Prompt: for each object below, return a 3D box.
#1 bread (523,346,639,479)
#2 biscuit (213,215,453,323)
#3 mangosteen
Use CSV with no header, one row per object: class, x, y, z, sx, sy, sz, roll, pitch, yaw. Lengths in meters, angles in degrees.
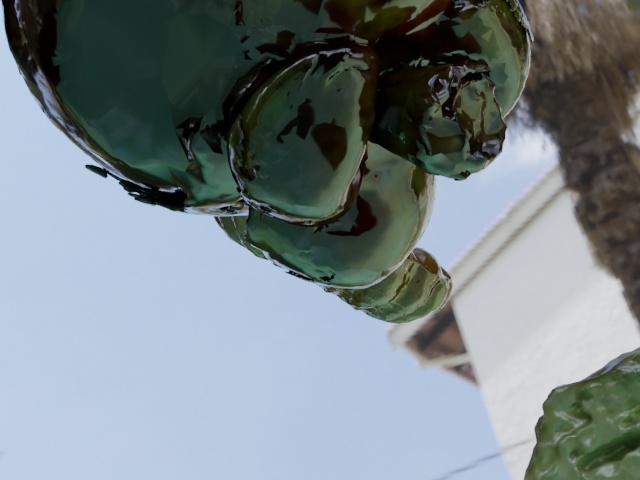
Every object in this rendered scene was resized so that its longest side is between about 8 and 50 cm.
bread,0.199,0.141,0.632,0.152,0.130,0.268,-41,-34,10
biscuit,0.000,0.000,1.415,0.326,0.326,0.107,31,-88,-47
mangosteen,-0.034,-0.180,0.943,0.381,0.421,0.381,-52,-7,-9
